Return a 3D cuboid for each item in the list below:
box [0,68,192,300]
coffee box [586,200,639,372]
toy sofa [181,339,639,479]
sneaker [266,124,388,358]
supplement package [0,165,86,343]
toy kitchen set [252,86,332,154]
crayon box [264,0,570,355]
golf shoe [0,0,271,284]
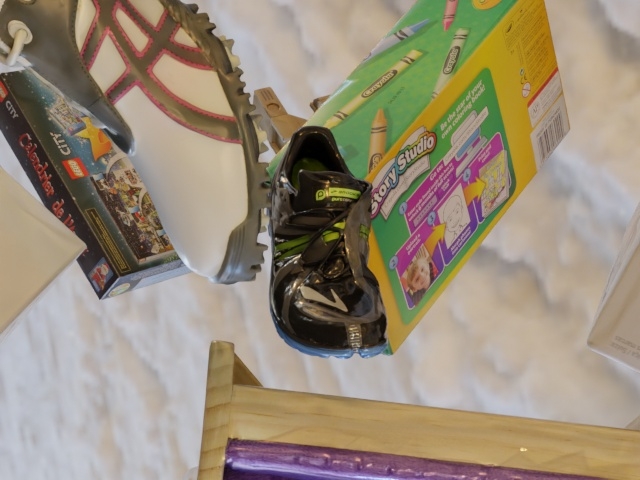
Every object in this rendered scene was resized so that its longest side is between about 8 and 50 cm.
[{"bbox_3d":[-0.196,-0.067,1.545,0.044,0.159,0.233,-45,70,42],"label":"box"},{"bbox_3d":[0.468,-0.034,1.386,0.338,0.338,0.334,-68,-8,23],"label":"coffee box"},{"bbox_3d":[0.088,0.170,1.079,0.150,0.363,0.177,136,141,-84],"label":"toy sofa"},{"bbox_3d":[0.000,0.000,0.997,0.188,0.067,0.078,-103,16,-46],"label":"sneaker"},{"bbox_3d":[-0.348,0.056,1.160,0.199,0.262,0.198,43,137,-4],"label":"supplement package"},{"bbox_3d":[-0.010,-0.127,1.513,0.068,0.083,0.075,96,151,-45],"label":"toy kitchen set"},{"bbox_3d":[0.081,-0.069,1.252,0.081,0.278,0.165,18,144,35],"label":"crayon box"},{"bbox_3d":[-0.108,-0.096,0.820,0.105,0.120,0.272,12,123,67],"label":"golf shoe"}]
